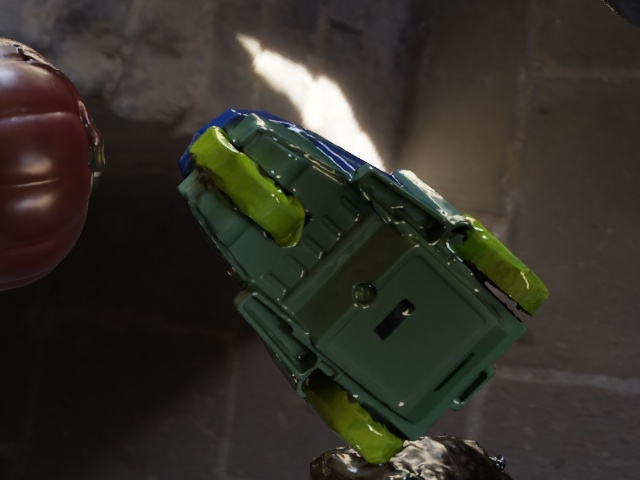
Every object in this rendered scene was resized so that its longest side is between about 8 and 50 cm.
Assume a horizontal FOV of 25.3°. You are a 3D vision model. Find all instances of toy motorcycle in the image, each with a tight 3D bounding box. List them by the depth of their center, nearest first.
[{"bbox_3d":[0.000,0.000,1.068,0.191,0.326,0.200,-45,37,3],"label":"toy motorcycle"}]

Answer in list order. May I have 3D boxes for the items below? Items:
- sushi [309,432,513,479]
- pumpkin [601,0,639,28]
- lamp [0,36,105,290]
[{"bbox_3d":[0.104,0.336,1.230,0.211,0.171,0.350,-30,67,38],"label":"sushi"},{"bbox_3d":[0.385,-0.397,1.265,0.454,0.344,0.454,2,108,6],"label":"pumpkin"},{"bbox_3d":[-0.390,-0.089,1.661,0.303,0.257,0.303,26,123,50],"label":"lamp"}]
